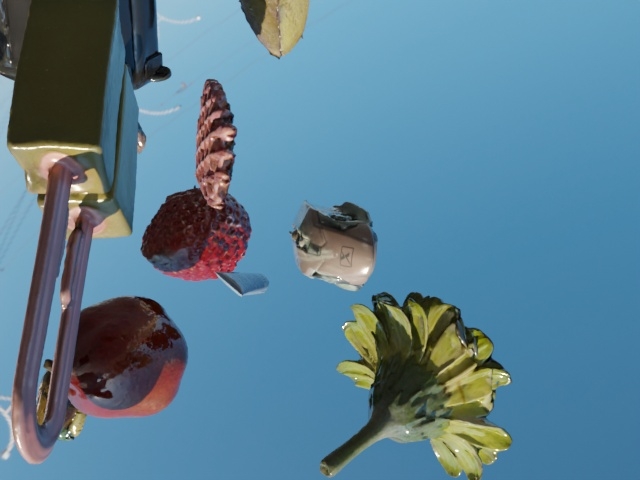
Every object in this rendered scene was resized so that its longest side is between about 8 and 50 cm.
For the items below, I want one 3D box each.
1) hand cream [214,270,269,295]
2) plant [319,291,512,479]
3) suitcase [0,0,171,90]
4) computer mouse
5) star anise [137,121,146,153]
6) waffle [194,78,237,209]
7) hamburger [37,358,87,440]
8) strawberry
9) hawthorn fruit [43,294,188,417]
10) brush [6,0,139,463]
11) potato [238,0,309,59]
[{"bbox_3d":[-0.194,0.110,1.593,0.058,0.091,0.271,-49,168,5],"label":"hand cream"},{"bbox_3d":[0.139,0.214,0.917,0.306,0.297,0.261,43,-72,25],"label":"plant"},{"bbox_3d":[-0.424,-0.420,0.998,0.339,0.345,0.188,19,-142,16],"label":"suitcase"},{"bbox_3d":[-0.005,0.000,1.424,0.389,0.115,0.199,20,-77,57],"label":"computer mouse"},{"bbox_3d":[-0.247,-0.148,0.703,0.042,0.141,0.141,-33,-147,21],"label":"star anise"},{"bbox_3d":[-0.200,-0.176,1.150,0.055,0.221,0.234,-2,-139,-22],"label":"waffle"},{"bbox_3d":[-0.746,0.442,1.779,0.285,0.134,0.265,-34,-126,51],"label":"hamburger"},{"bbox_3d":[-0.350,0.005,1.731,0.292,0.292,0.310,-15,-138,31],"label":"strawberry"},{"bbox_3d":[-0.445,0.266,1.395,0.295,0.295,0.311,-38,-178,0],"label":"hawthorn fruit"},{"bbox_3d":[-0.128,-0.008,0.320,0.047,0.103,0.233,-1,-117,-8],"label":"brush"},{"bbox_3d":[-0.097,-0.496,1.200,0.138,0.243,0.098,33,-125,22],"label":"potato"}]
